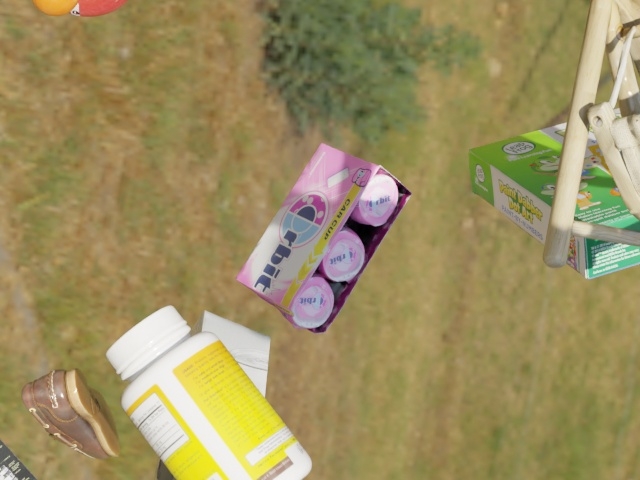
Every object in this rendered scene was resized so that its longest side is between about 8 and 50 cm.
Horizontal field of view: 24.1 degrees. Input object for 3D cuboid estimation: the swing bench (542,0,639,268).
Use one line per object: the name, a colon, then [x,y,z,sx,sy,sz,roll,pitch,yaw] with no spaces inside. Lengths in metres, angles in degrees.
swing bench: [0.305,-0.111,1.096,0.165,0.253,0.255,8,78,-42]

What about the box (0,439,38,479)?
box: [-0.370,0.276,1.468,0.180,0.147,0.077,-41,170,-29]

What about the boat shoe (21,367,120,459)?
boat shoe: [-0.298,0.210,1.797,0.207,0.073,0.073,70,4,-57]

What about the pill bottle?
pill bottle: [-0.114,0.172,1.464,0.215,0.117,0.117,52,36,6]

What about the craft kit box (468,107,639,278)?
craft kit box: [0.309,-0.061,1.470,0.249,0.246,0.061,-16,113,-15]

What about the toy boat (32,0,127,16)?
toy boat: [-0.300,-0.332,1.769,0.231,0.151,0.151,88,16,-67]

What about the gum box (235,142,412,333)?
gum box: [0.000,0.000,1.598,0.062,0.107,0.188,36,84,-39]

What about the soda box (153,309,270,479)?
soda box: [-0.128,0.219,1.777,0.091,0.098,0.286,-55,-161,34]
